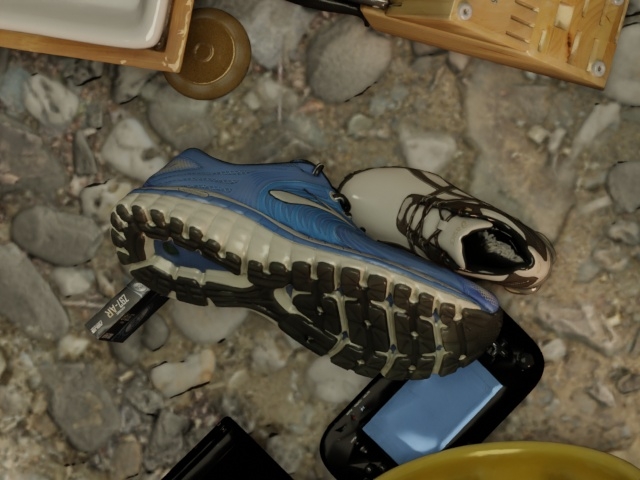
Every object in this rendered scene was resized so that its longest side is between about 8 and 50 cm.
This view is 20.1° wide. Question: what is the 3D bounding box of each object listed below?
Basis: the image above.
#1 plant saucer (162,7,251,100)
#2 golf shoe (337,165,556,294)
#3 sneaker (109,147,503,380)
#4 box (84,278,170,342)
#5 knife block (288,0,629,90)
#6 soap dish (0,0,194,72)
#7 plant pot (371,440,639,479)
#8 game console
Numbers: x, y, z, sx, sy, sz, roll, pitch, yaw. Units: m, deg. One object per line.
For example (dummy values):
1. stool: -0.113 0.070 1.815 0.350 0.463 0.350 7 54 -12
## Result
1. plant saucer: -0.103 -0.166 1.596 0.083 0.015 0.083 0 86 8
2. golf shoe: 0.103 -0.016 1.522 0.198 0.094 0.077 19 90 10
3. sneaker: 0.000 0.000 1.482 0.330 0.130 0.147 22 50 12
4. box: -0.163 0.058 1.555 0.067 0.083 0.018 -43 80 2
5. knife block: 0.093 -0.217 1.551 0.275 0.242 0.088 17 89 -37
6. soap dish: -0.197 -0.297 1.557 0.228 0.118 0.291 9 86 11
7. plant pot: 0.150 0.317 1.419 0.254 0.254 0.239 -5 107 7
8. game console: 0.027 0.186 1.510 0.361 0.044 0.213 -45 106 -5
